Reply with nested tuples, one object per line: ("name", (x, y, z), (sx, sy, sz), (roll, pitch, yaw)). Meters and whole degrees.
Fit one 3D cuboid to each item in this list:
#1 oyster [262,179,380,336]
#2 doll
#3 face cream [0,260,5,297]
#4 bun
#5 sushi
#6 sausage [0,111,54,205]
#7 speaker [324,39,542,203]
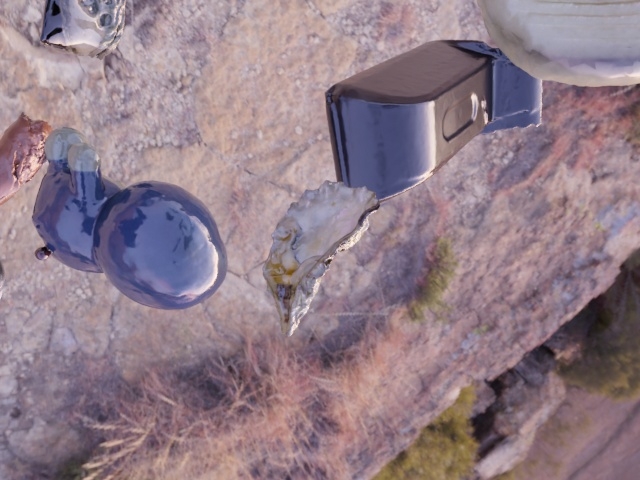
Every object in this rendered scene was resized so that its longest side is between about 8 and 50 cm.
("oyster", (0.000, 0.000, 0.574), (0.121, 0.146, 0.045), (-33, 126, 24))
("doll", (-0.234, -0.014, 0.786), (0.228, 0.258, 0.154), (86, 23, -49))
("face cream", (-0.343, -0.015, 0.528), (0.073, 0.073, 0.283), (-21, 152, -14))
("bun", (0.231, -0.225, 0.483), (0.222, 0.222, 0.127), (-64, 165, 23))
("sushi", (-0.333, -0.402, 0.922), (0.109, 0.134, 0.273), (9, 102, -22))
("sausage", (-0.501, -0.061, 0.900), (0.304, 0.078, 0.078), (-47, 134, -10))
("speaker", (0.185, -0.191, 0.942), (0.388, 0.184, 0.180), (-39, 128, -45))
